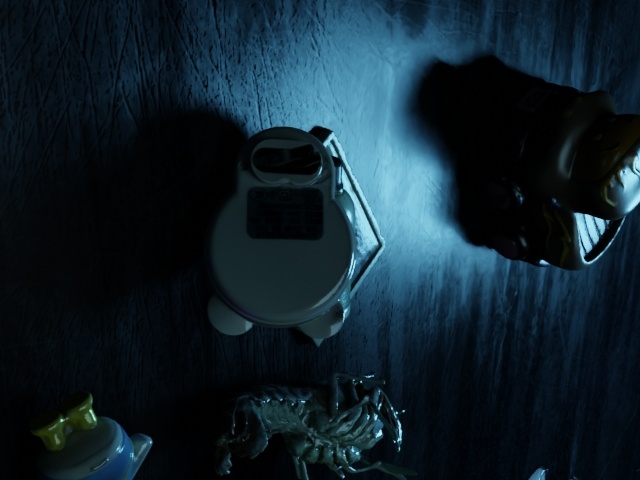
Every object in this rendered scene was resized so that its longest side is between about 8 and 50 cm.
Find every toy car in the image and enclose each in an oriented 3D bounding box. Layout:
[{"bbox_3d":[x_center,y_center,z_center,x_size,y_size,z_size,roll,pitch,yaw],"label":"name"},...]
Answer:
[{"bbox_3d":[0.435,-0.094,1.806,0.271,0.240,0.341,-45,137,-27],"label":"toy car"}]

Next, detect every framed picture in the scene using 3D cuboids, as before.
[{"bbox_3d":[0.001,0.000,1.460,0.192,0.018,0.265,-55,143,-21],"label":"framed picture"}]

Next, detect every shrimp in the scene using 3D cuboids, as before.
[{"bbox_3d":[0.004,0.256,1.495,0.410,0.166,0.221,21,124,-43],"label":"shrimp"}]

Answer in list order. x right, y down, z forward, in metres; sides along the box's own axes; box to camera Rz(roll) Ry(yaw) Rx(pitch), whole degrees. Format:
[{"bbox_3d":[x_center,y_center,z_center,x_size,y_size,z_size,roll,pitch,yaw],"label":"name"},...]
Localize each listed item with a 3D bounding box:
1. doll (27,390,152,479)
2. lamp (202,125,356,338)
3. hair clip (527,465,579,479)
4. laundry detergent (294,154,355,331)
[{"bbox_3d":[-0.248,0.279,1.200,0.135,0.098,0.241,-65,155,-48],"label":"doll"},{"bbox_3d":[-0.048,-0.009,1.280,0.108,0.179,0.246,152,-59,-79],"label":"lamp"},{"bbox_3d":[0.418,0.603,2.291,0.330,0.101,0.085,-34,137,-37],"label":"hair clip"},{"bbox_3d":[0.004,0.001,1.386,0.099,0.070,0.226,-23,126,-43],"label":"laundry detergent"}]
